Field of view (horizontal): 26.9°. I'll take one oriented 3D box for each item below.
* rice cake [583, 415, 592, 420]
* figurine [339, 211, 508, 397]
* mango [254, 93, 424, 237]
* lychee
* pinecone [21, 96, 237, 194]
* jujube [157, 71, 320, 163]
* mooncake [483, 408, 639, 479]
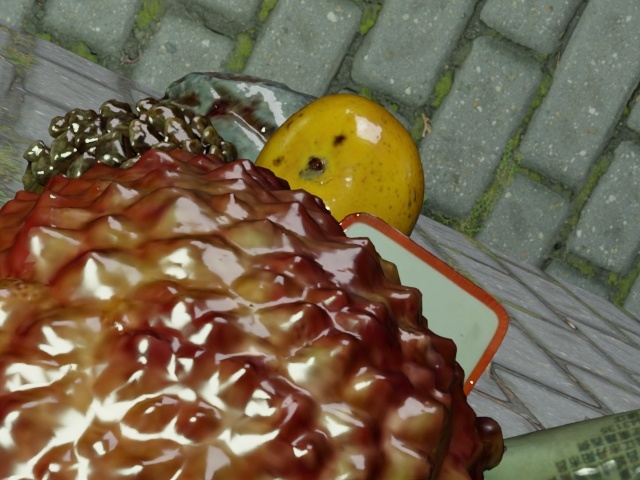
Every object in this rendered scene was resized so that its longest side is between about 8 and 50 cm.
[{"bbox_3d":[0.415,0.274,1.515,0.290,0.051,0.081,27,9,-3],"label":"rice cake"},{"bbox_3d":[0.027,0.091,1.121,0.160,0.183,0.226,35,-4,-4],"label":"figurine"},{"bbox_3d":[0.000,0.000,1.281,0.160,0.290,0.191,21,44,4],"label":"mango"},{"bbox_3d":[-0.054,0.092,0.499,0.300,0.264,0.264,-8,26,-30],"label":"lychee"},{"bbox_3d":[-0.174,-0.042,1.234,0.204,0.179,0.184,12,12,12],"label":"pinecone"},{"bbox_3d":[-0.094,-0.087,1.596,0.246,0.215,0.308,19,9,29],"label":"jujube"},{"bbox_3d":[0.256,0.197,1.017,0.254,0.136,0.250,-16,-12,23],"label":"mooncake"}]
